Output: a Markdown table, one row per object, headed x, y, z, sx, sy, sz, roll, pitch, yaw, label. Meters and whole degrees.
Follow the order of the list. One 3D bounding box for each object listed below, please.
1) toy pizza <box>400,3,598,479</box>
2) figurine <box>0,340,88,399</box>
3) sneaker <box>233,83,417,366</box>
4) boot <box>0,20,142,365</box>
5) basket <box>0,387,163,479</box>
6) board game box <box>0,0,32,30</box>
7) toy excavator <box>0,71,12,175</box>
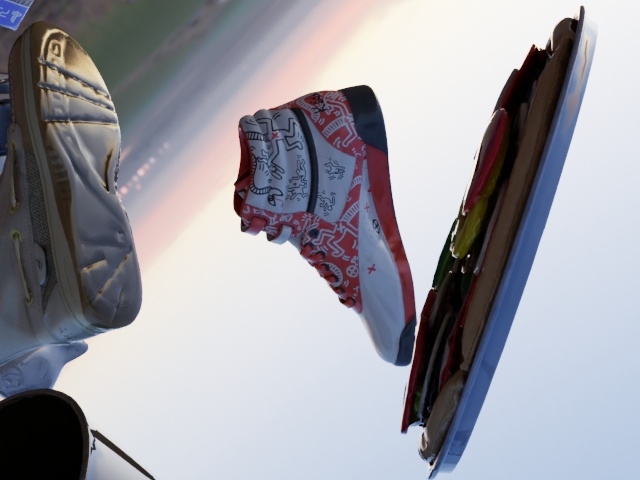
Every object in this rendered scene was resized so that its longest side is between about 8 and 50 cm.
| x | y | z | sx | sy | sz | roll | pitch | yaw | label |
| --- | --- | --- | --- | --- | --- | --- | --- | --- | --- |
| 0.068 | -0.001 | 0.542 | 0.201 | 0.032 | 0.201 | 18 | 90 | -85 | toy pizza |
| -0.308 | 0.115 | 1.001 | 0.215 | 0.209 | 0.092 | -55 | -157 | 14 | figurine |
| 0.000 | -0.001 | 1.225 | 0.145 | 0.270 | 0.090 | -13 | -167 | -10 | sneaker |
| -0.206 | -0.021 | 0.860 | 0.165 | 0.213 | 0.077 | -24 | 160 | 30 | boot |
| -0.071 | 0.191 | 0.559 | 0.154 | 0.227 | 0.204 | -55 | -157 | -17 | basket |
| -0.311 | -0.364 | 1.189 | 0.291 | 0.141 | 0.232 | -56 | 164 | 11 | board game box |
| -0.504 | -0.025 | 1.365 | 0.445 | 0.222 | 0.433 | -8 | -164 | -17 | toy excavator |
